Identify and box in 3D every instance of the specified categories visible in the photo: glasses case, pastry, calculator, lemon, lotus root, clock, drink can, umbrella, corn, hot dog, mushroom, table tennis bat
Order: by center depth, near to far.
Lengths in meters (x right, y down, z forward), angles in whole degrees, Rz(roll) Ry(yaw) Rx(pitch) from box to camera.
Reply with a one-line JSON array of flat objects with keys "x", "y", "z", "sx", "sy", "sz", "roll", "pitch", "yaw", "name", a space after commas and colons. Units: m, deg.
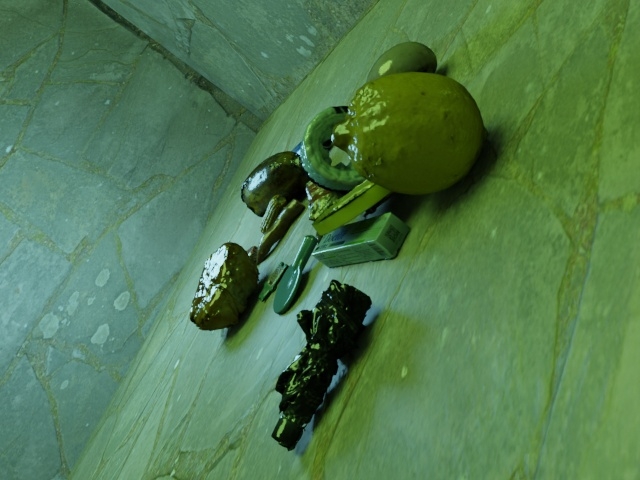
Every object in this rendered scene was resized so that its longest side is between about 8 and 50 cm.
[{"x": -0.019, "y": 0.238, "z": 1.213, "sx": 0.337, "sy": 0.128, "sz": 0.154, "roll": -60, "pitch": 20, "yaw": -5, "name": "umbrella"}, {"x": 0.181, "y": -0.215, "z": 1.227, "sx": 0.245, "sy": 0.319, "sz": 0.245, "roll": 180, "pitch": 90, "yaw": -83, "name": "lemon"}, {"x": 0.109, "y": -0.097, "z": 1.455, "sx": 0.277, "sy": 0.071, "sz": 0.293, "roll": -33, "pitch": 5, "yaw": 24, "name": "clock"}, {"x": -0.075, "y": 0.095, "z": 1.719, "sx": 0.244, "sy": 0.040, "sz": 0.153, "roll": -63, "pitch": 18, "yaw": 6, "name": "table tennis bat"}, {"x": 0.236, "y": -0.455, "z": 1.738, "sx": 0.226, "sy": 0.178, "sz": 0.226, "roll": -32, "pitch": -6, "yaw": -4, "name": "mushroom"}, {"x": 0.027, "y": -0.120, "z": 1.785, "sx": 0.146, "sy": 0.103, "sz": 0.213, "roll": -23, "pitch": 42, "yaw": 22, "name": "hot dog"}, {"x": -0.150, "y": 0.130, "z": 1.917, "sx": 0.141, "sy": 0.019, "sz": 0.094, "roll": -57, "pitch": 20, "yaw": -5, "name": "calculator"}, {"x": -0.311, "y": 0.165, "z": 2.038, "sx": 0.255, "sy": 0.162, "sz": 0.311, "roll": -4, "pitch": 63, "yaw": 55, "name": "pastry"}, {"x": -0.173, "y": -0.090, "z": 2.235, "sx": 0.207, "sy": 0.068, "sz": 0.068, "roll": 120, "pitch": 171, "yaw": -47, "name": "corn"}, {"x": -0.167, "y": -0.209, "z": 2.291, "sx": 0.397, "sy": 0.196, "sz": 0.179, "roll": -31, "pitch": 35, "yaw": 48, "name": "lotus root"}, {"x": -0.287, "y": 0.090, "z": 2.293, "sx": 0.194, "sy": 0.049, "sz": 0.073, "roll": -38, "pitch": 26, "yaw": 44, "name": "glasses case"}, {"x": -0.048, "y": -0.351, "z": 2.389, "sx": 0.235, "sy": 0.097, "sz": 0.097, "roll": -34, "pitch": 27, "yaw": 49, "name": "drink can"}]

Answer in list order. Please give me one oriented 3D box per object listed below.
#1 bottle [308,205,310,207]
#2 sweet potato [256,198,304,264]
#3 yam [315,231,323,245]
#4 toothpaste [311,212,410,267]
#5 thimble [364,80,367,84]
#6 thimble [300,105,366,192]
[{"x": -0.006, "y": -0.122, "z": 1.973, "sx": 0.083, "sy": 0.030, "sz": 0.030, "roll": -29, "pitch": 31, "yaw": 53, "name": "bottle"}, {"x": -0.162, "y": -0.029, "z": 2.165, "sx": 0.281, "sy": 0.059, "sz": 0.067, "roll": -51, "pitch": 9, "yaw": 8, "name": "sweet potato"}, {"x": 0.001, "y": -0.001, "z": 1.747, "sx": 0.234, "sy": 0.027, "sz": 0.029, "roll": -103, "pitch": 19, "yaw": -68, "name": "yam"}, {"x": 0.085, "y": 0.006, "z": 1.450, "sx": 0.081, "sy": 0.067, "sz": 0.336, "roll": -58, "pitch": 18, "yaw": -19, "name": "toothpaste"}, {"x": 0.197, "y": -0.501, "z": 2.028, "sx": 0.118, "sy": 0.090, "sz": 0.135, "roll": -23, "pitch": 39, "yaw": 64, "name": "thimble"}, {"x": 0.060, "y": -0.241, "z": 1.661, "sx": 0.237, "sy": 0.237, "sz": 0.150, "roll": -57, "pitch": 4, "yaw": -6, "name": "thimble"}]
